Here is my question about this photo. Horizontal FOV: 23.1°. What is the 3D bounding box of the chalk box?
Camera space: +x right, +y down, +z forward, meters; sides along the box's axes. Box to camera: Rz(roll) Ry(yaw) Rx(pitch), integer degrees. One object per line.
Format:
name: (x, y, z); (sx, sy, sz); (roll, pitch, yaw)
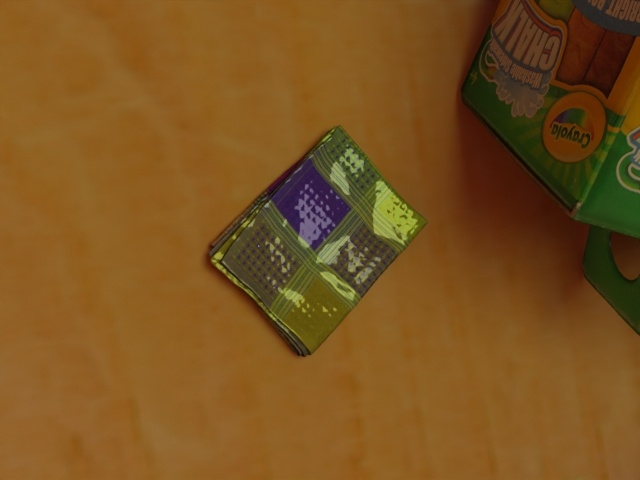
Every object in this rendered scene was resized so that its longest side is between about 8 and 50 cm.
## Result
chalk box: (0.150, -0.069, 0.619); (0.132, 0.132, 0.213); (16, 109, -23)

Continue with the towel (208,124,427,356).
towel: (0.000, 0.000, 0.627); (0.060, 0.009, 0.083); (49, 66, -11)
